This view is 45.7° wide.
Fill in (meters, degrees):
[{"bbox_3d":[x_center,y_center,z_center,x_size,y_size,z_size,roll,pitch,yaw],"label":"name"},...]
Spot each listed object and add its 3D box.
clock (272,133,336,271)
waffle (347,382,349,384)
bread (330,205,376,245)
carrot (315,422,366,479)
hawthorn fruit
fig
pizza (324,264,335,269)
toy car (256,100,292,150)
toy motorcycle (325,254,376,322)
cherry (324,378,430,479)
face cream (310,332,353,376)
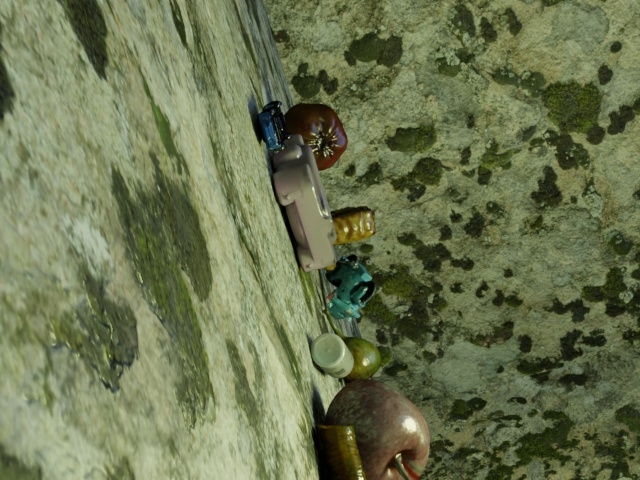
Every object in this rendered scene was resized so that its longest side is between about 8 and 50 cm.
[{"bbox_3d":[-0.042,-0.110,1.974,0.322,0.113,0.295,-102,175,-56],"label":"clock"},{"bbox_3d":[0.120,0.502,2.502,0.243,0.059,0.238,-76,155,-77],"label":"waffle"},{"bbox_3d":[0.053,-0.040,2.294,0.181,0.222,0.096,-137,-145,-80],"label":"bread"},{"bbox_3d":[0.039,0.413,1.394,0.082,0.082,0.173,69,7,-59],"label":"carrot"},{"bbox_3d":[-0.037,-0.316,2.290,0.248,0.208,0.208,-144,-145,-64],"label":"hawthorn fruit"},{"bbox_3d":[0.075,0.311,2.264,0.245,0.149,0.149,56,2,6],"label":"fig"},{"bbox_3d":[-0.001,0.002,2.484,0.194,0.069,0.154,-112,-174,-70],"label":"pizza"},{"bbox_3d":[-0.119,-0.274,1.825,0.216,0.063,0.103,-74,149,-71],"label":"toy car"},{"bbox_3d":[0.082,0.153,2.442,0.123,0.182,0.272,38,11,-29],"label":"toy motorcycle"},{"bbox_3d":[0.113,0.407,1.548,0.285,0.213,0.236,-130,-139,-51],"label":"cherry"},{"bbox_3d":[0.035,0.283,1.817,0.269,0.082,0.082,63,13,-70],"label":"face cream"}]
